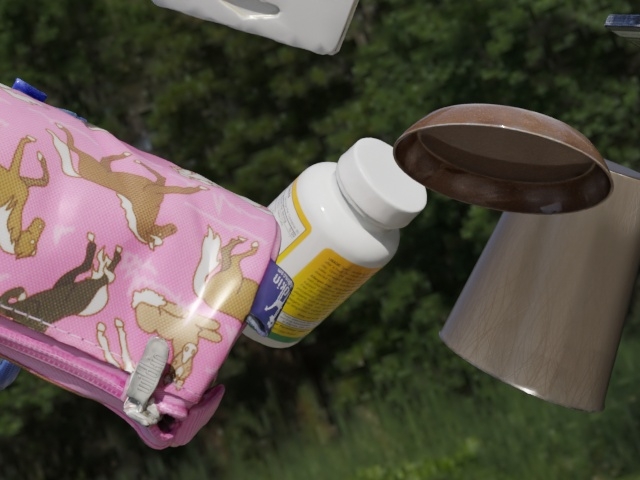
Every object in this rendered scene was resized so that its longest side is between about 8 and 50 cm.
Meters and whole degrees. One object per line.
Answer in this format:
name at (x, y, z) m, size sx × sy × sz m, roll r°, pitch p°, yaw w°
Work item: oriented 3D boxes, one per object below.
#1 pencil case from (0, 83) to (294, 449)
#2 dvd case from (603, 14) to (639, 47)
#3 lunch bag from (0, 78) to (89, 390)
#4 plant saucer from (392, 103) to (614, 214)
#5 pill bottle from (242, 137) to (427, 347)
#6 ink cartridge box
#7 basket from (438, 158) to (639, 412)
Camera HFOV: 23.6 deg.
pencil case at (-0.213, -0.021, 0.856) m, size 0.386 × 0.160 × 0.167 m, roll 27°, pitch -3°, yaw -17°
dvd case at (0.408, -0.168, 1.544) m, size 0.018 × 0.221 × 0.164 m, roll -61°, pitch 15°, yaw 2°
lunch bag at (-0.278, 0.000, 1.252) m, size 0.115 × 0.243 × 0.303 m, roll 21°, pitch -14°, yaw -20°
plant saucer at (0.139, -0.063, 1.157) m, size 0.168 × 0.029 × 0.168 m, roll 12°, pitch -18°, yaw 4°
pill bottle at (0.000, 0.000, 1.445) m, size 0.208 × 0.117 × 0.117 m, roll -44°, pitch -21°, yaw 31°
ink cartridge box at (-0.055, -0.317, 1.488) m, size 0.197 × 0.273 × 0.114 m, roll 16°, pitch -53°, yaw -10°
basket at (0.240, 0.027, 1.528) m, size 0.154 × 0.227 × 0.204 m, roll 11°, pitch 14°, yaw -36°
